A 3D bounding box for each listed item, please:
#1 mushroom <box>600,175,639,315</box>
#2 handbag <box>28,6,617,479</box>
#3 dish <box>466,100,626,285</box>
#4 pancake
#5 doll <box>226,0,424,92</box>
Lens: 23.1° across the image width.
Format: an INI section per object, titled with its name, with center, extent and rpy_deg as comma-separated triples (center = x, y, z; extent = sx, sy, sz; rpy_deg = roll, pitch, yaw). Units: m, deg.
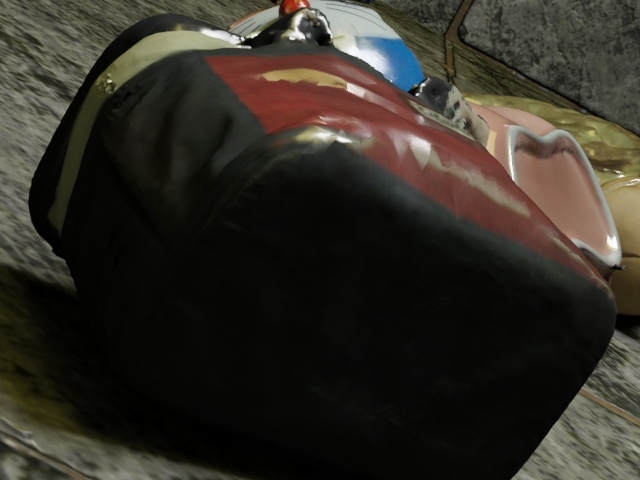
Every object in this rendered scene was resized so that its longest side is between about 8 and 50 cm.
[mushroom]
center = 0.354, 0.014, 1.496
extent = 0.138, 0.154, 0.407
rpy_deg = -5, 0, 32
[handbag]
center = 0.000, 0.000, 0.739
extent = 0.254, 0.181, 0.181
rpy_deg = 23, 17, -36
[dish]
center = 0.122, -0.011, 0.997
extent = 0.213, 0.090, 0.213
rpy_deg = 34, 45, -41
[pancake]
center = 0.232, -0.092, 1.648
extent = 0.295, 0.049, 0.294
rpy_deg = 8, 23, -3
[doll]
center = -0.009, -0.103, 1.136
extent = 0.215, 0.161, 0.257
rpy_deg = -3, 10, -11
